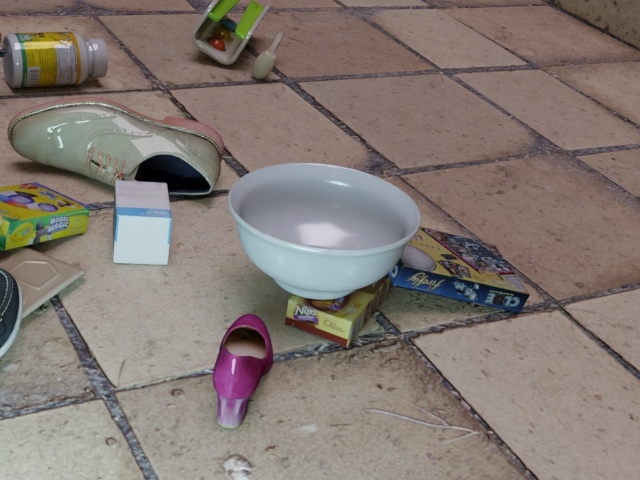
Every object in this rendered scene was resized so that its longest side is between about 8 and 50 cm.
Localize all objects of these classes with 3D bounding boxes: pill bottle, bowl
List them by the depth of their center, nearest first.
[{"bbox_3d":[0.000,0.000,1.602,0.298,0.134,0.298,6,28,-3],"label":"bowl"},{"bbox_3d":[-0.575,-0.395,2.240,0.208,0.117,0.117,-8,34,-28],"label":"pill bottle"}]

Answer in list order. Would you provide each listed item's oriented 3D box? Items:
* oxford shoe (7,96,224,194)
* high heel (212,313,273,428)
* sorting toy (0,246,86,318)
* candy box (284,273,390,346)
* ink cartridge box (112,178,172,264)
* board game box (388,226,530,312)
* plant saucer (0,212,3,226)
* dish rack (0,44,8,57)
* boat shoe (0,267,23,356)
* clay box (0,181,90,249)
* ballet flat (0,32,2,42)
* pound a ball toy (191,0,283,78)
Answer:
[{"bbox_3d":[-0.375,-0.163,1.881,0.397,0.140,0.146,4,37,-6],"label":"oxford shoe"},{"bbox_3d":[-0.108,0.144,1.437,0.082,0.117,0.244,12,30,4],"label":"high heel"},{"bbox_3d":[-0.490,0.060,1.556,0.193,0.038,0.208,19,26,16],"label":"sorting toy"},{"bbox_3d":[0.032,0.090,1.642,0.109,0.053,0.186,19,32,17],"label":"candy box"},{"bbox_3d":[-0.300,-0.036,1.720,0.090,0.092,0.143,3,31,-13],"label":"ink cartridge box"},{"bbox_3d":[0.215,0.040,1.744,0.243,0.042,0.165,13,27,-22],"label":"board game box"},{"bbox_3d":[-0.672,-0.014,1.502,0.333,0.081,0.333,-27,47,-27],"label":"plant saucer"},{"bbox_3d":[-0.768,-0.369,2.044,0.208,0.074,0.271,-16,2,26],"label":"dish rack"},{"bbox_3d":[-0.474,0.124,1.339,0.114,0.091,0.302,8,39,2],"label":"boat shoe"},{"bbox_3d":[-0.495,-0.041,1.664,0.127,0.053,0.222,23,18,22],"label":"clay box"},{"bbox_3d":[-0.804,-0.405,2.232,0.241,0.091,0.077,-17,45,-24],"label":"ballet flat"},{"bbox_3d":[-0.202,-0.509,2.579,0.208,0.135,0.319,33,28,-10],"label":"pound a ball toy"}]
